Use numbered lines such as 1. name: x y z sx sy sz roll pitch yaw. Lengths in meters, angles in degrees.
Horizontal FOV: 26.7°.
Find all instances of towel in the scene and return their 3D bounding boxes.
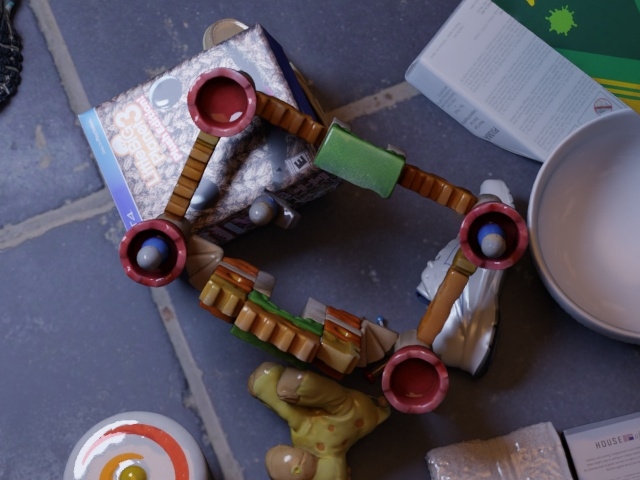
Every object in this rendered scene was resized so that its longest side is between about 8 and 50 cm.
1. towel: 0.258 0.387 1.777 0.187 0.049 0.282 -12 63 -5

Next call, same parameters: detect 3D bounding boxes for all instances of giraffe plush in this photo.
1. giraffe plush: -0.011 0.270 1.785 0.210 0.181 0.170 19 79 -8

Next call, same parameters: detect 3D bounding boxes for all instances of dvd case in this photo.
1. dvd case: 0.444 0.349 1.810 0.179 0.029 0.239 -13 67 -5

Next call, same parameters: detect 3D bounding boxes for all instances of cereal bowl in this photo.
1. cereal bowl: 0.455 -0.012 1.889 0.339 0.141 0.339 -1 76 3

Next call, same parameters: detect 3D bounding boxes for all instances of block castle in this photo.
1. block castle: 0.000 0.000 1.699 0.453 0.213 0.303 26 103 -3

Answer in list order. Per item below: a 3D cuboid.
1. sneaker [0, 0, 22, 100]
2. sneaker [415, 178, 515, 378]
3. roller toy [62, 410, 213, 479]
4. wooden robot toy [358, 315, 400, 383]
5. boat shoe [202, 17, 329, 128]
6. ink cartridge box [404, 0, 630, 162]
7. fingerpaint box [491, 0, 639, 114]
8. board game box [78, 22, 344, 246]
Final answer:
1. sneaker: -0.537 -0.323 2.079 0.122 0.110 0.283 -11 64 15
2. sneaker: 0.206 0.042 1.903 0.129 0.111 0.297 11 67 11
3. roller toy: -0.239 0.328 1.762 0.209 0.146 0.191 -25 69 -9
4. wooden robot toy: 0.093 0.160 1.866 0.076 0.079 0.173 -35 71 -13
5. boat shoe: -0.074 -0.232 2.021 0.109 0.098 0.302 -32 71 -11
6. ink cartridge box: 0.369 -0.251 2.055 0.385 0.091 0.308 39 72 -2
7. fingerpaint box: 0.494 -0.337 1.880 0.371 0.163 0.445 40 35 9
8. board game box: -0.151 -0.128 1.896 0.291 0.141 0.232 -27 79 8
